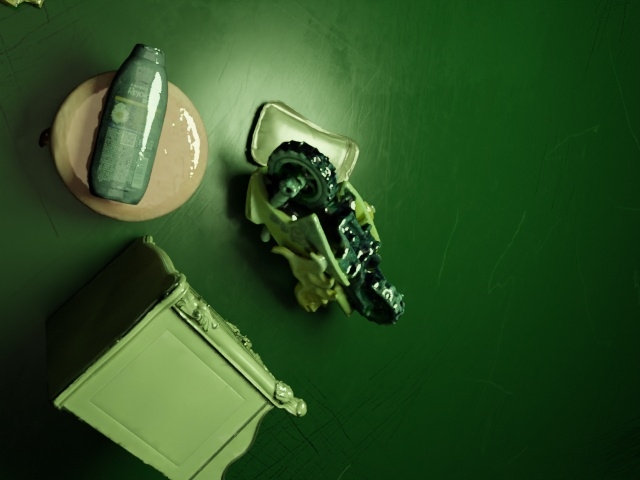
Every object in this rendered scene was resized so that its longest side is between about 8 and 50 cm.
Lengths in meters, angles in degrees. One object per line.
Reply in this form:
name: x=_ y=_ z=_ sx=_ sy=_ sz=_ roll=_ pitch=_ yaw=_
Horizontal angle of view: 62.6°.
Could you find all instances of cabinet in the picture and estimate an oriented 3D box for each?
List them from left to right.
cabinet: x=-0.235 y=0.199 z=0.861 sx=0.227 sy=0.290 sz=0.318 roll=-45 pitch=119 yaw=-11

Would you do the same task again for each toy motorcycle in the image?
toy motorcycle: x=0.000 y=0.000 z=0.980 sx=0.169 sy=0.237 sz=0.410 roll=-46 pitch=119 yaw=-29

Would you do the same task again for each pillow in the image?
pillow: x=-0.027 y=-0.176 z=1.041 sx=0.233 sy=0.038 sz=0.130 roll=21 pitch=93 yaw=-29

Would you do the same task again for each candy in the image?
candy: x=-0.316 y=-0.153 z=0.861 sx=0.256 sy=0.094 sz=0.255 roll=-6 pitch=103 yaw=-27

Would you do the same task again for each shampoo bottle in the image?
shampoo bottle: x=-0.283 y=-0.173 z=0.790 sx=0.087 sy=0.049 sz=0.233 roll=13 pitch=94 yaw=-28

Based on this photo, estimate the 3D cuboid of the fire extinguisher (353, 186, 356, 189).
fire extinguisher: x=0.056 y=-0.064 z=1.117 sx=0.046 sy=0.032 sz=0.100 roll=17 pitch=92 yaw=-63

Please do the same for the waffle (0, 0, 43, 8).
waffle: x=-0.473 y=-0.401 z=0.774 sx=0.135 sy=0.021 sz=0.092 roll=23 pitch=87 yaw=-28
